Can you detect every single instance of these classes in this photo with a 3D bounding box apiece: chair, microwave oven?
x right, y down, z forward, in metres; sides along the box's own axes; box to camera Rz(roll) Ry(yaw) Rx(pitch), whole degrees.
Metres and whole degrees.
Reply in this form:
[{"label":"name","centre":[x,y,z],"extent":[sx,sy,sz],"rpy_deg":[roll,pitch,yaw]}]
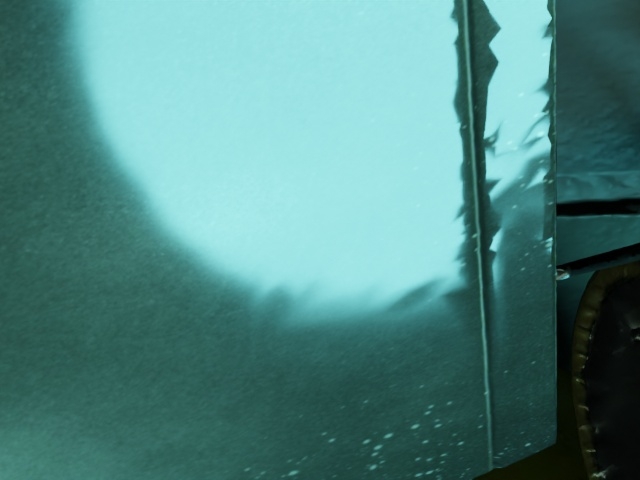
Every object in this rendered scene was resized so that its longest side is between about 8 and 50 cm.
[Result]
[{"label":"chair","centre":[0.196,0.072,0.801],"extent":[0.172,0.159,0.247],"rpy_deg":[-10,180,10]},{"label":"microwave oven","centre":[-0.128,-0.075,0.512],"extent":[0.374,0.236,0.432],"rpy_deg":[-22,144,-9]}]

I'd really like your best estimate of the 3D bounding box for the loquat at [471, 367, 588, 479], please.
[{"label":"loquat","centre":[0.058,0.228,0.945],"extent":[0.328,0.359,0.328],"rpy_deg":[-14,160,-5]}]
